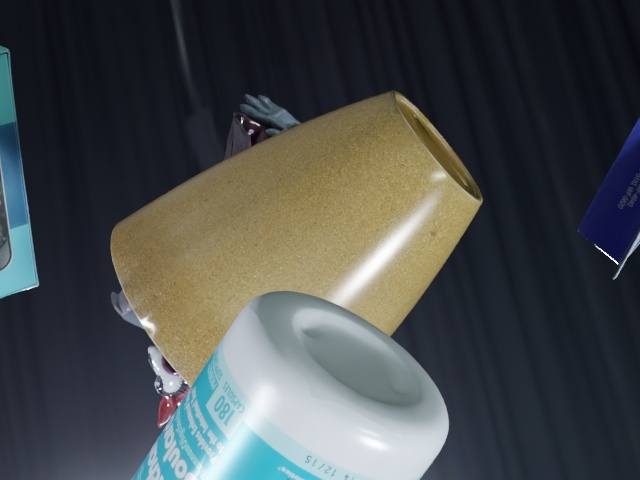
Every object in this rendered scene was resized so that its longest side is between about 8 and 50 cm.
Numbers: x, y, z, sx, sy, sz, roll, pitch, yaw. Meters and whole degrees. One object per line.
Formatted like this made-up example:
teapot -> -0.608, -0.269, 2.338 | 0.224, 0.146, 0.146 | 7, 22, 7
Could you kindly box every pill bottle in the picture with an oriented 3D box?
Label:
pill bottle -> -0.047, 0.172, 0.922 | 0.146, 0.146, 0.264 | 7, 122, -53

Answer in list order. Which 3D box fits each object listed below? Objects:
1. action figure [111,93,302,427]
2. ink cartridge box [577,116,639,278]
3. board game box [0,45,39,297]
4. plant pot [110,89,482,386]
action figure -> -0.070, 0.048, 1.556 | 0.275, 0.248, 0.370 | 19, 116, -8
ink cartridge box -> 0.347, -0.085, 1.520 | 0.165, 0.065, 0.332 | -64, 167, 24
board game box -> -0.441, -0.029, 1.394 | 0.336, 0.254, 0.079 | -22, -149, -36
plant pot -> 0.000, 0.000, 1.236 | 0.254, 0.237, 0.237 | -39, 159, 13
